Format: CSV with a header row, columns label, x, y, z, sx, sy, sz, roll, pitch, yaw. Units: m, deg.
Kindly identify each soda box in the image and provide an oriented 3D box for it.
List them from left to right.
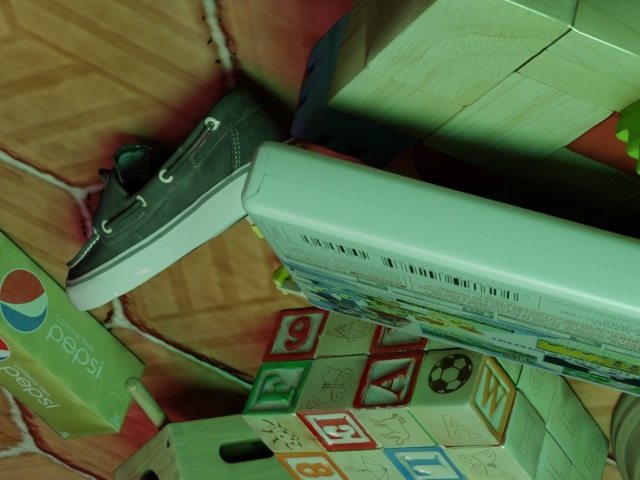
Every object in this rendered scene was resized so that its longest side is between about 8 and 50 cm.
label,x,y,z,sx,sy,sz,roll,pitch,yaw
soda box,-0.205,0.064,1.242,0.058,0.061,0.181,-13,134,38

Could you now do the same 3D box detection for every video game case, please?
label,x,y,z,sx,sy,sz,roll,pitch,yaw
video game case,0.139,0.038,0.868,0.329,0.036,0.300,15,172,8

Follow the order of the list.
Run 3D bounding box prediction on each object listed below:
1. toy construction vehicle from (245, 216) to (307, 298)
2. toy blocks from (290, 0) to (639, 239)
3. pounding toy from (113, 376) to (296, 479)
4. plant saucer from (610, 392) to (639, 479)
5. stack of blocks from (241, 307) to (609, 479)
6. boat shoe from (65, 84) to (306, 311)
label,x,y,z,sx,sy,sz,roll,pitch,yaw
toy construction vehicle,0.000,0.000,1.073,0.098,0.035,0.086,-4,138,32
toy blocks,0.146,-0.059,0.820,0.381,0.190,0.261,20,160,-15
pounding toy,-0.085,0.158,1.262,0.141,0.100,0.130,-4,157,-31
plant saucer,0.317,0.158,1.125,0.278,0.041,0.278,14,144,10
stack of blocks,0.102,0.163,1.198,0.171,0.087,0.297,-7,137,33
boat shoe,-0.095,-0.026,1.058,0.228,0.080,0.076,-30,93,51
